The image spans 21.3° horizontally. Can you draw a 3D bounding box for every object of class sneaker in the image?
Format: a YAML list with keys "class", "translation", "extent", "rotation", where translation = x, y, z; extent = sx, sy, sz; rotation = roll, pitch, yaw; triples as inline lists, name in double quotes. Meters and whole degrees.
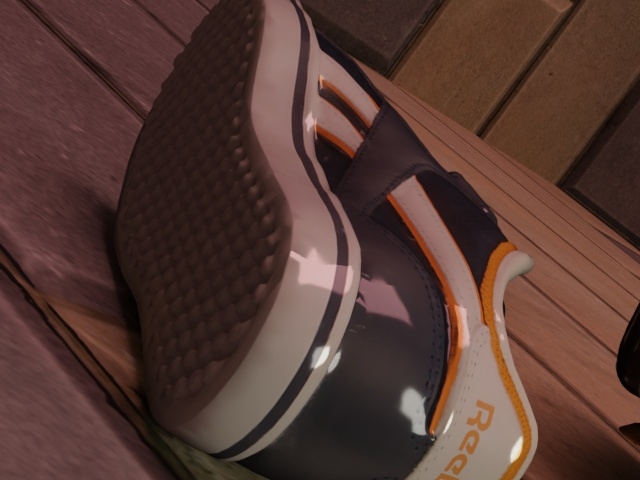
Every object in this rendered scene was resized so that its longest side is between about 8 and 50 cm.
- class: "sneaker"
  translation: [-0.002, 0.003, 0.680]
  extent: [0.127, 0.126, 0.321]
  rotation: [28, 22, -20]

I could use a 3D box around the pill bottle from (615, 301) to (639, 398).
- class: "pill bottle"
  translation: [0.251, 0.073, 0.749]
  extent: [0.219, 0.122, 0.123]
  rotation: [36, 8, 21]

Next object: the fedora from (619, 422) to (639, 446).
- class: "fedora"
  translation: [0.204, 0.160, 0.779]
  extent: [0.194, 0.079, 0.194]
  rotation: [32, 6, -4]
